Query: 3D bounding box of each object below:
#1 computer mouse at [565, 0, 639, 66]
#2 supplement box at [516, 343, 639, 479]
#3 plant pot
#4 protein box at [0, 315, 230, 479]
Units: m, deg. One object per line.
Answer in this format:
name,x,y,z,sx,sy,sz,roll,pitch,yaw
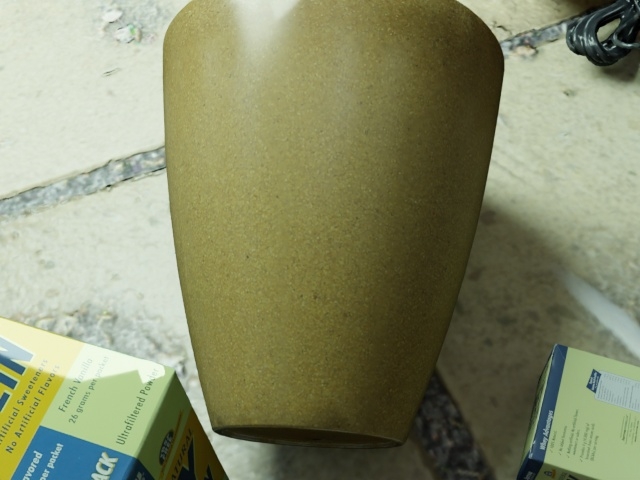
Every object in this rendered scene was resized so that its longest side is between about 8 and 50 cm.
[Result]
computer mouse,0.368,-0.157,0.689,0.188,0.072,0.272,-41,53,-22
supplement box,0.178,0.124,0.518,0.083,0.056,0.083,16,58,13
plant pot,0.000,0.000,0.528,0.237,0.237,0.255,2,70,5
protein box,-0.173,0.142,0.441,0.199,0.201,0.136,14,59,13
